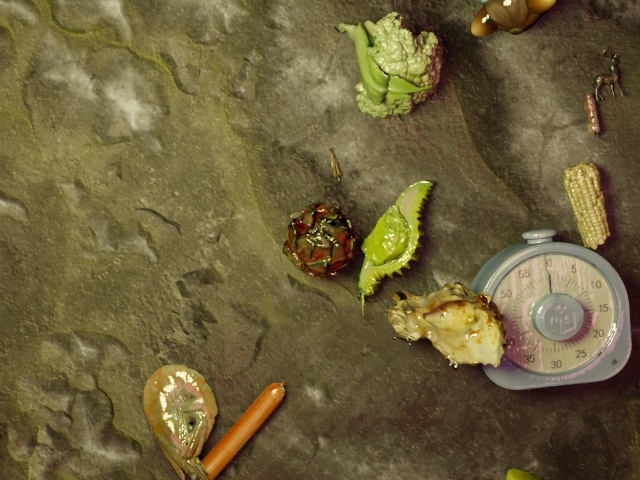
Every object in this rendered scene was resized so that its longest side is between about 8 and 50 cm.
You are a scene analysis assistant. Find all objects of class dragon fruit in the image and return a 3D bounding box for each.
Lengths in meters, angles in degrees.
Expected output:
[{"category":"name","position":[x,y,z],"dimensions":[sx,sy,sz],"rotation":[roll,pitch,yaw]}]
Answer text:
[{"category":"dragon fruit","position":[0.000,0.000,1.788],"dimensions":[0.182,0.188,0.182],"rotation":[0,104,-1]}]

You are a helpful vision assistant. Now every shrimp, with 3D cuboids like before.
[{"category":"shrimp","position":[-0.313,0.445,1.844],"dimensions":[0.168,0.077,0.317],"rotation":[-28,83,-1]}]

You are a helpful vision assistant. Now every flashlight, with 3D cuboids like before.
[{"category":"flashlight","position":[0.663,-0.304,1.883],"dimensions":[0.031,0.052,0.110],"rotation":[-11,88,33]}]

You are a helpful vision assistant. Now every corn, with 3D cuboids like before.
[{"category":"corn","position":[0.655,-0.088,1.875],"dimensions":[0.087,0.087,0.211],"rotation":[-19,99,-2]}]

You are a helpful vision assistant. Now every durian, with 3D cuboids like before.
[{"category":"durian","position":[0.172,0.012,1.841],"dimensions":[0.132,0.106,0.375],"rotation":[30,88,1]}]

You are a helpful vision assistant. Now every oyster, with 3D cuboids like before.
[{"category":"oyster","position":[0.285,0.192,1.773],"dimensions":[0.133,0.337,0.198],"rotation":[-7,94,-46]}]

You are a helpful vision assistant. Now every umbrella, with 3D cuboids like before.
[{"category":"umbrella","position":[0.034,-0.184,1.858],"dimensions":[0.020,0.031,0.083],"rotation":[-8,93,29]}]

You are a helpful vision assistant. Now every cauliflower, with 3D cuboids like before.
[{"category":"cauliflower","position":[0.149,-0.427,1.771],"dimensions":[0.239,0.256,0.315],"rotation":[-39,65,4]}]

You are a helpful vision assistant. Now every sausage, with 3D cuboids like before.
[{"category":"sausage","position":[-0.201,0.477,1.876],"dimensions":[0.053,0.053,0.348],"rotation":[41,91,-5]}]

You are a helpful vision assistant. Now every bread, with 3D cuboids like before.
[{"category":"bread","position":[0.511,0.639,1.907],"dimensions":[0.129,0.111,0.114],"rotation":[21,101,0]}]

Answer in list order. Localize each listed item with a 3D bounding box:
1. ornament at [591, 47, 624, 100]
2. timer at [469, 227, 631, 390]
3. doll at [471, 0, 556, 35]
[{"category":"ornament","position":[0.698,-0.408,1.880],"dimensions":[0.073,0.028,0.125],"rotation":[-9,96,-3]},{"category":"timer","position":[0.541,0.160,1.839],"dimensions":[0.395,0.173,0.395],"rotation":[0,94,-2]},{"category":"doll","position":[0.415,-0.646,1.779],"dimensions":[0.318,0.209,0.340],"rotation":[-29,94,31]}]
